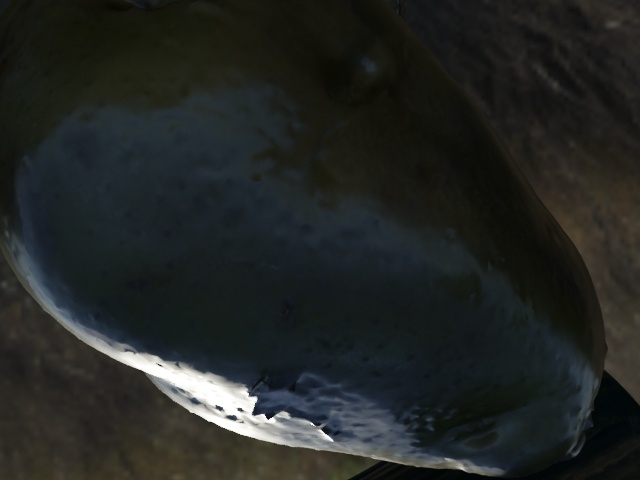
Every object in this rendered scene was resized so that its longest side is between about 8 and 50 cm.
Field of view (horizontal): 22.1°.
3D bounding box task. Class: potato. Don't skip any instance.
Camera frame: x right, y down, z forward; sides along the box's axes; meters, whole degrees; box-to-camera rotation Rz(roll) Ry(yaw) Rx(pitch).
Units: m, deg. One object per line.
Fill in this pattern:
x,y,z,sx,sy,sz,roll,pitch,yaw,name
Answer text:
0.001,-0.003,0.755,0.351,0.202,0.218,36,172,-18,potato

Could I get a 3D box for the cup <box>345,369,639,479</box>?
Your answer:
0.104,0.237,1.211,0.292,0.308,0.242,-29,143,-10,cup

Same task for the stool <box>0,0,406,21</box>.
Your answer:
-0.118,-0.089,1.112,0.269,0.170,0.243,0,-179,41,stool
